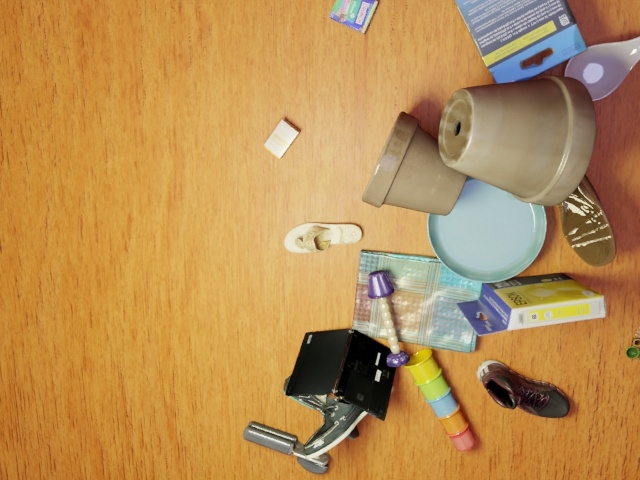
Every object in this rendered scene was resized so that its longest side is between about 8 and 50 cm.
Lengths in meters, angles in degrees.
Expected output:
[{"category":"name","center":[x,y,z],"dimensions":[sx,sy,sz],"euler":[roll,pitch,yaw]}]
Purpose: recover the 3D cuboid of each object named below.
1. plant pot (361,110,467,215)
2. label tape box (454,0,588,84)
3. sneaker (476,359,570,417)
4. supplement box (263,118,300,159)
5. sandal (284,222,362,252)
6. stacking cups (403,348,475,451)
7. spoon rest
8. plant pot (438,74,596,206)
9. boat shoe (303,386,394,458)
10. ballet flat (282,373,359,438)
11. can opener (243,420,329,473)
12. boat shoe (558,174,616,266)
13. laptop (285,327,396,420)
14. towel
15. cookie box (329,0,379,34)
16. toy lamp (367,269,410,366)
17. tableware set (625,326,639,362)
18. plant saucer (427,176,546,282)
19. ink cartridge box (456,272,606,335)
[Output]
[{"category":"plant pot","center":[0.261,-0.178,1.816],"dimensions":[0.229,0.263,0.263],"euler":[24,106,4]},{"category":"label tape box","center":[0.493,-0.581,1.761],"dimensions":[0.240,0.106,0.334],"euler":[-25,98,15]},{"category":"sneaker","center":[0.572,0.450,1.944],"dimensions":[0.281,0.162,0.107],"euler":[23,106,6]},{"category":"supplement box","center":[-0.110,-0.290,1.979],"dimensions":[0.062,0.036,0.098],"euler":[39,107,1]},{"category":"sandal","center":[-0.001,-0.006,1.998],"dimensions":[0.239,0.079,0.088],"euler":[-7,101,13]},{"category":"stacking cups","center":[0.364,0.473,2.029],"dimensions":[0.096,0.096,0.316],"euler":[-30,97,16]},{"category":"spoon rest","center":[0.753,-0.463,1.748],"dimensions":[0.276,0.084,0.137],"euler":[-33,94,15]},{"category":"plant pot","center":[0.454,-0.254,1.684],"dimensions":[0.280,0.323,0.323],"euler":[5,104,-15]},{"category":"boat shoe","center":[0.063,0.488,2.000],"dimensions":[0.340,0.127,0.113],"euler":[-35,93,-22]},{"category":"ballet flat","center":[0.016,0.493,2.102],"dimensions":[0.280,0.095,0.096],"euler":[33,98,2]},{"category":"can opener","center":[-0.109,0.660,2.170],"dimensions":[0.283,0.076,0.095],"euler":[17,104,8]},{"category":"boat shoe","center":[0.686,-0.099,1.821],"dimensions":[0.123,0.123,0.342],"euler":[-32,85,40]},{"category":"laptop","center":[0.068,0.390,2.010],"dimensions":[0.264,0.234,0.136],"euler":[29,137,-11]},{"category":"towel","center":[0.283,0.176,2.005],"dimensions":[0.370,0.040,0.272],"euler":[7,103,10]},{"category":"cookie box","center":[0.091,-0.622,1.864],"dimensions":[0.107,0.040,0.092],"euler":[26,105,4]},{"category":"toy lamp","center":[0.191,0.221,1.980],"dimensions":[0.080,0.080,0.275],"euler":[-11,102,13]},{"category":"tableware set","center":[0.934,0.311,1.915],"dimensions":[0.154,0.024,0.104],"euler":[23,106,5]},{"category":"plant saucer","center":[0.455,-0.044,1.902],"dimensions":[0.317,0.043,0.318],"euler":[1,94,12]},{"category":"ink cartridge box","center":[0.528,0.156,1.790],"dimensions":[0.307,0.303,0.072],"euler":[-6,100,1]}]
